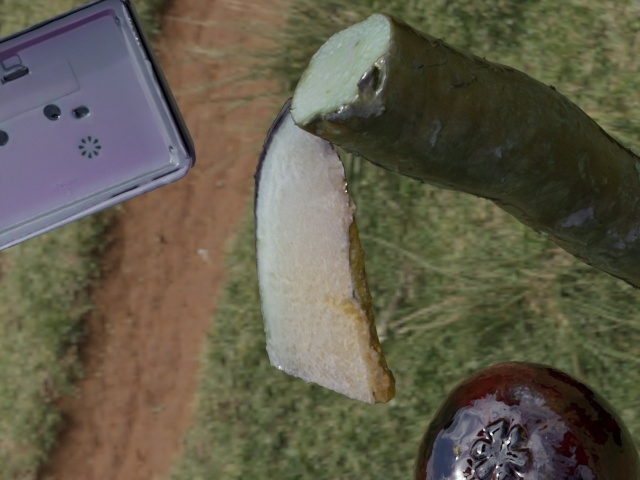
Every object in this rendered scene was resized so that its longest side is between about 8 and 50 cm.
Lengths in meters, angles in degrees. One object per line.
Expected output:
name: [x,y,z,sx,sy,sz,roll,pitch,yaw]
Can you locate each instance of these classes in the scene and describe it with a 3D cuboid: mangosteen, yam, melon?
mangosteen: [0.216,0.250,1.419,0.236,0.261,0.235,-9,66,20]
yam: [0.099,-0.026,0.569,0.061,0.253,0.061,-29,50,42]
melon: [-0.003,0.001,0.806,0.098,0.054,0.182,18,123,63]

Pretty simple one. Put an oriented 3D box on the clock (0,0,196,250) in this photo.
clock: [-0.202,-0.083,1.018,0.193,0.073,0.144,-21,102,1]
